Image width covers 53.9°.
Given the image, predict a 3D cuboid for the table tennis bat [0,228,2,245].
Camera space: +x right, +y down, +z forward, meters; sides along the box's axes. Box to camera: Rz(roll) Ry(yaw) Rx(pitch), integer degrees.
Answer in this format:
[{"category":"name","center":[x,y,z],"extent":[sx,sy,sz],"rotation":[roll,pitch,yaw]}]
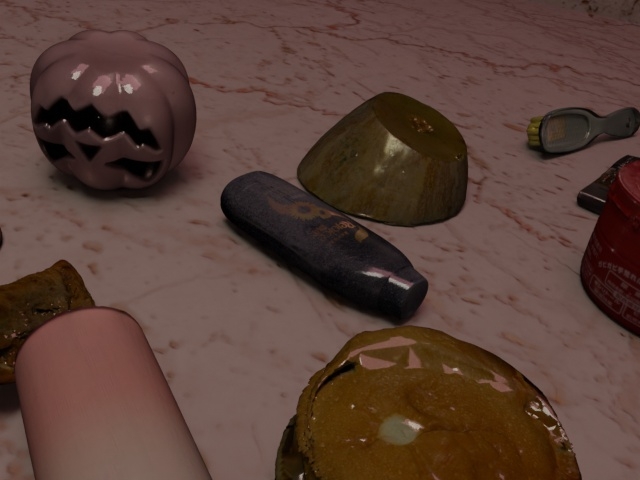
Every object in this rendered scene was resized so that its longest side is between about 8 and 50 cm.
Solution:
[{"category":"table tennis bat","center":[-0.407,-0.014,0.570],"extent":[0.234,0.022,0.131],"rotation":[17,33,9]}]

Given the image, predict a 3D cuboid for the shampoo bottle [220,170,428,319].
[{"category":"shampoo bottle","center":[0.000,0.000,0.622],"extent":[0.233,0.049,0.087],"rotation":[33,41,32]}]

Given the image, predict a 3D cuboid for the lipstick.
[{"category":"lipstick","center":[-0.081,0.163,0.309],"extent":[0.087,0.087,0.327],"rotation":[-11,37,-28]}]

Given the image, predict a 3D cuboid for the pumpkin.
[{"category":"pumpkin","center":[0.090,-0.115,0.783],"extent":[0.217,0.110,0.217],"rotation":[12,29,-7]}]

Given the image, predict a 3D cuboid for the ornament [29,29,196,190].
[{"category":"ornament","center":[-0.226,-0.138,0.696],"extent":[0.177,0.178,0.178],"rotation":[7,32,-4]}]

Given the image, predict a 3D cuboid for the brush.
[{"category":"brush","center":[0.422,-0.184,1.025],"extent":[0.296,0.068,0.060],"rotation":[-12,16,-36]}]

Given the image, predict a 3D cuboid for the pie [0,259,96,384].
[{"category":"pie","center":[-0.215,0.059,0.461],"extent":[0.092,0.034,0.170],"rotation":[42,17,8]}]

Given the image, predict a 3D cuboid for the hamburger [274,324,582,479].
[{"category":"hamburger","center":[0.059,0.145,0.366],"extent":[0.185,0.113,0.177],"rotation":[38,36,26]}]

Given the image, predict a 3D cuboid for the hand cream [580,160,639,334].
[{"category":"hand cream","center":[0.370,0.013,0.628],"extent":[0.193,0.125,0.193],"rotation":[7,33,-5]}]

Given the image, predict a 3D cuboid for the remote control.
[{"category":"remote control","center":[0.419,-0.080,0.880],"extent":[0.059,0.028,0.212],"rotation":[27,36,32]}]
